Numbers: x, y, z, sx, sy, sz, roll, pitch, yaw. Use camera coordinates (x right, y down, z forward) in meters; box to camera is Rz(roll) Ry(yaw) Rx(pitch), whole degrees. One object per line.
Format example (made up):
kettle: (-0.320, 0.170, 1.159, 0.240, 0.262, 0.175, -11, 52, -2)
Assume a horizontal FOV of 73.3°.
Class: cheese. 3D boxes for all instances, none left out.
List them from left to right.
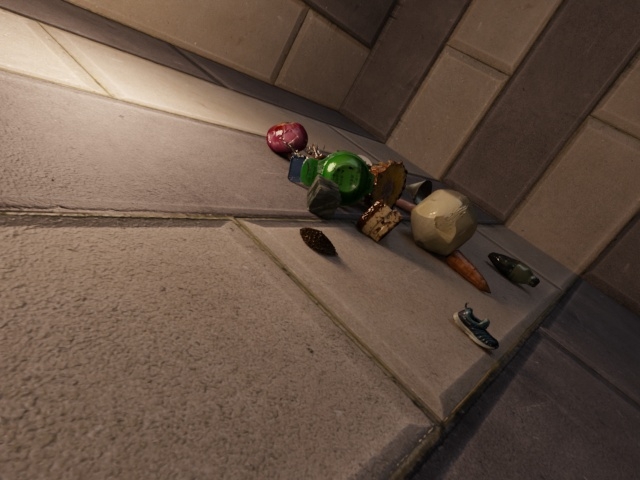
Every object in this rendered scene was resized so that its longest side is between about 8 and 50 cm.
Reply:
cheese: (0.042, -0.239, 1.590, 0.321, 0.203, 0.083, 11, 5, -5)

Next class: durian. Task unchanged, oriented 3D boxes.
durian: (-0.006, 0.009, 1.180, 0.130, 0.052, 0.066, 32, -17, -4)

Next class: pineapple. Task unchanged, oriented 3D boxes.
pineapple: (0.192, -0.269, 1.827, 0.272, 0.262, 0.263, 32, 18, 33)

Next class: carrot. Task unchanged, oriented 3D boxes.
carrot: (0.572, 0.128, 1.642, 0.072, 0.072, 0.205, 0, 45, -53)

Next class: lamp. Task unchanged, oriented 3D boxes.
lamp: (0.897, 0.132, 2.003, 0.250, 0.101, 0.101, 39, 22, 28)

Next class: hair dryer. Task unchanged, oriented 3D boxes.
hair dryer: (0.480, -0.148, 2.094, 0.345, 0.106, 0.189, 28, 20, 10)

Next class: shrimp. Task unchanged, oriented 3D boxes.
shrimp: (0.008, -0.279, 1.715, 0.372, 0.137, 0.172, 45, -16, 4)

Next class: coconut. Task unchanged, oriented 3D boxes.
coconut: (0.474, -0.067, 1.698, 0.245, 0.247, 0.245, 50, -13, 16)

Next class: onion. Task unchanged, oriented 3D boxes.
onion: (-0.140, -0.424, 1.804, 0.178, 0.153, 0.177, 12, 34, -8)

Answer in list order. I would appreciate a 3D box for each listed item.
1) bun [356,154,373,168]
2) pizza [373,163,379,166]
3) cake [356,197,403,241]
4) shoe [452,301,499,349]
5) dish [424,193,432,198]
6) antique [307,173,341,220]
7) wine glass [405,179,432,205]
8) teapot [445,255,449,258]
bun: (0.196, -0.362, 2.193, 0.138, 0.094, 0.138, 8, 59, -14)
pizza: (0.363, -0.364, 2.425, 0.324, 0.089, 0.223, 18, 21, -29)
cake: (0.201, -0.054, 1.574, 0.112, 0.135, 0.246, 45, -7, 5)
shoe: (0.437, 0.240, 1.187, 0.143, 0.071, 0.064, 47, 27, 26)
dish: (0.595, -0.185, 2.324, 0.214, 0.090, 0.213, 24, 21, -10)
antique: (0.010, -0.153, 1.473, 0.086, 0.088, 0.183, 27, 22, -14)
wine glass: (0.442, -0.280, 2.226, 0.232, 0.156, 0.156, 32, 18, 36)
teapot: (0.540, 0.048, 1.801, 0.043, 0.042, 0.110, 32, 17, 3)
